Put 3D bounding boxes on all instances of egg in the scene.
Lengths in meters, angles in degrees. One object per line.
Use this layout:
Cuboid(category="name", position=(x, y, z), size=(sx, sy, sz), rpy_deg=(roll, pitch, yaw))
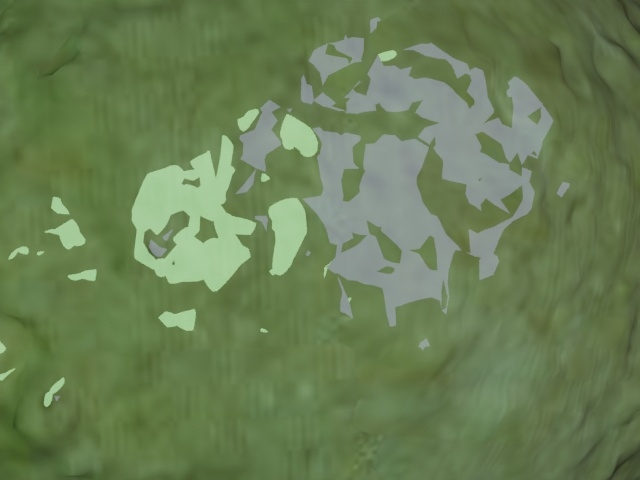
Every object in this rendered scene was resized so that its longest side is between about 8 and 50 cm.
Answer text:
Cuboid(category="egg", position=(0.000, 0.000, 0.440), size=(0.310, 0.279, 0.279), rpy_deg=(-4, 80, -41))
